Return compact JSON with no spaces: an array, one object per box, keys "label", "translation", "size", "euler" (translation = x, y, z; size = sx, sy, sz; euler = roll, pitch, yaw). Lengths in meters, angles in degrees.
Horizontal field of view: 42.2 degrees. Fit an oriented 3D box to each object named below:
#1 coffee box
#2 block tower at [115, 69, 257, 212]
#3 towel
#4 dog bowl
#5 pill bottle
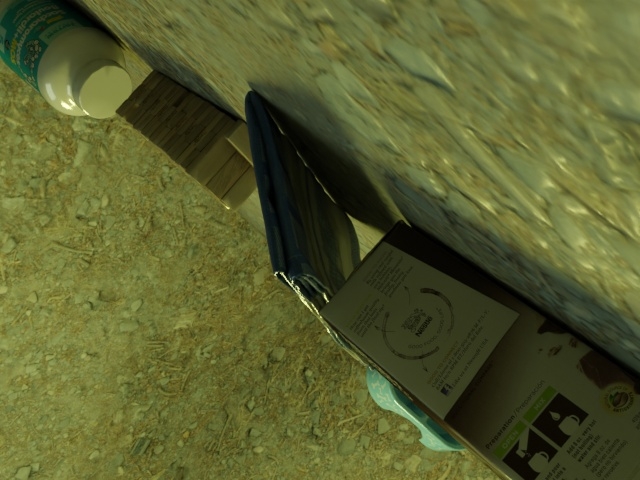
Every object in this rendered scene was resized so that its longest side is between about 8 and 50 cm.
[{"label":"coffee box","translation":[0.157,0.127,0.708],"size":[0.297,0.119,0.168],"euler":[37,173,41]},{"label":"block tower","translation":[-0.180,-0.145,1.149],"size":[0.091,0.097,0.335],"euler":[44,174,-37]},{"label":"towel","translation":[0.000,0.000,0.854],"size":[0.285,0.034,0.209],"euler":[52,-158,-59]},{"label":"dog bowl","translation":[0.230,0.320,1.715],"size":[0.297,0.166,0.074],"euler":[43,164,-15]},{"label":"pill bottle","translation":[-0.414,-0.297,1.343],"size":[0.264,0.146,0.146],"euler":[38,174,32]}]
